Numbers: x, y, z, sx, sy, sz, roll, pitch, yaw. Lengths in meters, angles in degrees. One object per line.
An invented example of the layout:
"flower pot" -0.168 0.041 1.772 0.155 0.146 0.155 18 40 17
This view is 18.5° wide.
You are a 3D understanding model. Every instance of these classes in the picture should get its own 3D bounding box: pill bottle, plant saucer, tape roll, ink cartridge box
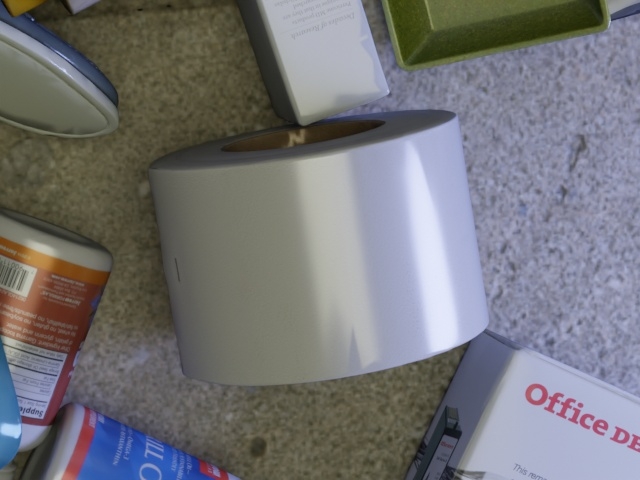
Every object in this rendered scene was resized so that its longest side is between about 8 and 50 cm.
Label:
"pill bottle" -0.254 0.089 1.548 0.121 0.121 0.216 21 93 -14
"plant saucer" 0.133 -0.247 1.590 0.188 0.045 0.188 -10 101 26
"tape roll" 0.000 0.000 1.527 0.246 0.246 0.169 -10 99 -11
"pill bottle" -0.132 0.229 1.590 0.221 0.124 0.124 26 91 -15
"ink cartridge box" 0.178 0.247 1.658 0.211 0.121 0.289 25 91 -14

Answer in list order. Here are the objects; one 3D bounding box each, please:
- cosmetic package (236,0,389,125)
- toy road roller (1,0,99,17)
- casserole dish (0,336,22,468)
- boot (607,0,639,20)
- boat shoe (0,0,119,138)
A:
"cosmetic package" -0.026 -0.214 1.560 0.085 0.117 0.231 -22 102 -7
"toy road roller" -0.209 -0.346 1.395 0.202 0.329 0.240 -29 144 -7
"casserole dish" -0.291 0.102 1.475 0.114 0.037 0.188 -24 74 23
"boot" 0.265 -0.284 1.624 0.236 0.085 0.178 -17 102 -2
"boat shoe" -0.268 -0.181 1.472 0.319 0.116 0.099 32 56 -36
